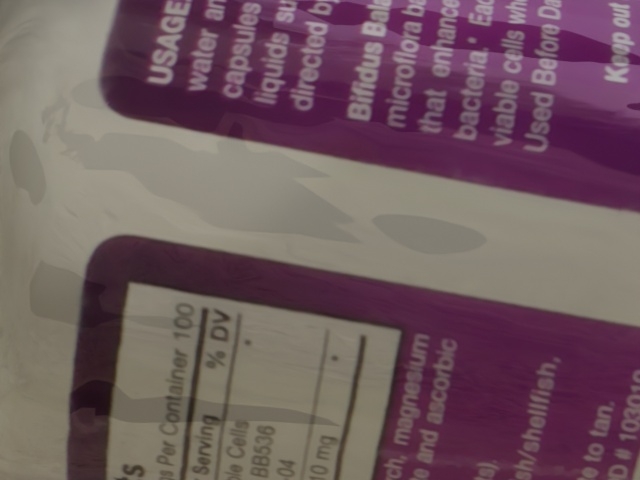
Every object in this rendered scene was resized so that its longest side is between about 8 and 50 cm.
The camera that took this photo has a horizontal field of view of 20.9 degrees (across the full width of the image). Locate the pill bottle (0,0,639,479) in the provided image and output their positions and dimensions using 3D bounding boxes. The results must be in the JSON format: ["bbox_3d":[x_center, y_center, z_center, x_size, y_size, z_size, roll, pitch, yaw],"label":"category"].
[{"bbox_3d":[0.000,0.000,0.464,0.302,0.169,0.169,10,-51,0],"label":"pill bottle"}]
